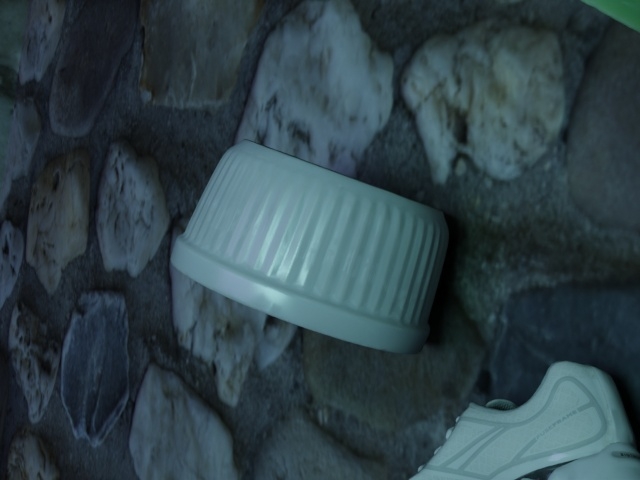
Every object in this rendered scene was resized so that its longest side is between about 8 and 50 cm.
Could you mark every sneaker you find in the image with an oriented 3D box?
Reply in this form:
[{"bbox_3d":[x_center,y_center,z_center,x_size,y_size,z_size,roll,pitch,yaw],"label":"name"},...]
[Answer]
[{"bbox_3d":[0.103,0.181,0.766,0.292,0.110,0.118,-38,45,39],"label":"sneaker"}]

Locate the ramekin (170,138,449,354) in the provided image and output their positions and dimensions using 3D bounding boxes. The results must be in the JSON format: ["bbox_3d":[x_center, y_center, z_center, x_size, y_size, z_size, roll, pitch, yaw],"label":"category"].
[{"bbox_3d":[0.000,0.000,0.868,0.207,0.207,0.109,27,98,57],"label":"ramekin"}]

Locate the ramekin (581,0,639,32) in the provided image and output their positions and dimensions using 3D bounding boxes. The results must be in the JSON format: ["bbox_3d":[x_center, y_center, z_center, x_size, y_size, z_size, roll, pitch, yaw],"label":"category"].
[{"bbox_3d":[0.139,-0.241,0.602,0.148,0.303,0.303,-56,40,25],"label":"ramekin"}]
